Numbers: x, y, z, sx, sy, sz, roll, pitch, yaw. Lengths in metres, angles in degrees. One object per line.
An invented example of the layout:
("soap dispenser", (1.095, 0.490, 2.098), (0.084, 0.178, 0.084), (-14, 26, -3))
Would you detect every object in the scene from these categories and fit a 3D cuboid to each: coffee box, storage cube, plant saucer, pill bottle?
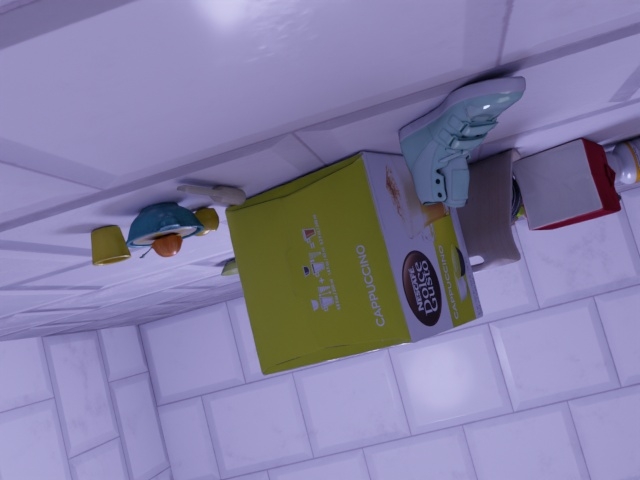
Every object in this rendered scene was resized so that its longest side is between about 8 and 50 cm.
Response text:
("coffee box", (0.070, 0.046, 1.355), (0.338, 0.338, 0.334), (-18, 172, 33))
("storage cube", (0.617, -0.136, 1.726), (0.215, 0.184, 0.193), (-18, 171, 34))
("plant saucer", (-0.210, 0.067, 2.237), (0.241, 0.037, 0.241), (-15, 173, -2))
("pill bottle", (0.868, -0.220, 1.867), (0.208, 0.118, 0.117), (-15, 173, 5))

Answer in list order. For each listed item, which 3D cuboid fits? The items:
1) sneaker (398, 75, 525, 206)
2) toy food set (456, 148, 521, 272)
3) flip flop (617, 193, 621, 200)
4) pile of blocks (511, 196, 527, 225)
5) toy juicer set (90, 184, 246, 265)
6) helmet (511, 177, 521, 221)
("sneaker", (0.218, -0.132, 1.002), (0.094, 0.151, 0.256), (-9, 171, -28))
("toy food set", (0.334, -0.055, 1.513), (0.219, 0.306, 0.092), (-18, 130, 33))
("flip flop", (0.726, -0.144, 1.899), (0.080, 0.112, 0.277), (-55, -162, 13))
("pile of blocks", (0.464, -0.089, 1.933), (0.362, 0.149, 0.112), (-15, 174, 5))
("toy juicer set", (-0.242, -0.019, 1.207), (0.329, 0.089, 0.209), (-21, 171, 42))
("helmet", (0.406, -0.095, 1.688), (0.169, 0.162, 0.169), (-15, 173, -2))
